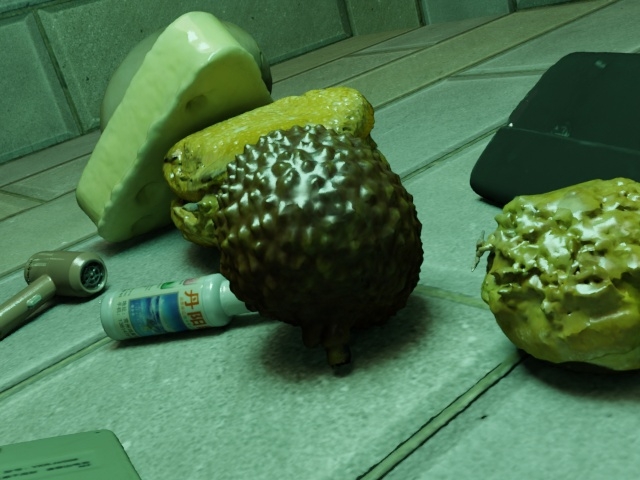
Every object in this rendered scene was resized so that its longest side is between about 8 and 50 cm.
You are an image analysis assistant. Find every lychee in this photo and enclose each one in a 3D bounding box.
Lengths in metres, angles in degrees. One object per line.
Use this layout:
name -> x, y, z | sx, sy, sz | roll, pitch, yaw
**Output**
lychee -> 0.000, 0.000, 0.674 | 0.200, 0.200, 0.238 | -13, 61, 8

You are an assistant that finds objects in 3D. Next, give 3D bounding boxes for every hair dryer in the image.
hair dryer -> -0.378, 0.078, 0.961 | 0.117, 0.064, 0.182 | 1, 34, 36

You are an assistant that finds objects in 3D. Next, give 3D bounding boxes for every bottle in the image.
bottle -> -0.132, 0.066, 0.788 | 0.217, 0.060, 0.060 | -11, 20, 16

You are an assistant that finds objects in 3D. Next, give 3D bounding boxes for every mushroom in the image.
mushroom -> -0.235, -0.239, 1.395 | 0.362, 0.294, 0.362 | -39, -12, -10

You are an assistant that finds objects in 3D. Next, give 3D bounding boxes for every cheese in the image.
cheese -> -0.226, -0.140, 1.151 | 0.384, 0.384, 0.104 | -29, 66, -31

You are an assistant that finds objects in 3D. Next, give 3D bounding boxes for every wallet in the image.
wallet -> 0.327, -0.101, 0.755 | 0.228, 0.062, 0.406 | -51, 23, -1

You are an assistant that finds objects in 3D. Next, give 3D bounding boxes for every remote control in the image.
remote control -> -0.165, 0.170, 0.439 | 0.123, 0.038, 0.285 | -4, 0, -25

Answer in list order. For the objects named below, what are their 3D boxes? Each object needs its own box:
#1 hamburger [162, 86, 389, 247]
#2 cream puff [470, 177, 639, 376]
hamburger -> -0.065, -0.090, 0.994 | 0.314, 0.170, 0.290 | -28, 20, -28
cream puff -> 0.213, 0.017, 0.563 | 0.189, 0.129, 0.189 | -12, 17, 4
